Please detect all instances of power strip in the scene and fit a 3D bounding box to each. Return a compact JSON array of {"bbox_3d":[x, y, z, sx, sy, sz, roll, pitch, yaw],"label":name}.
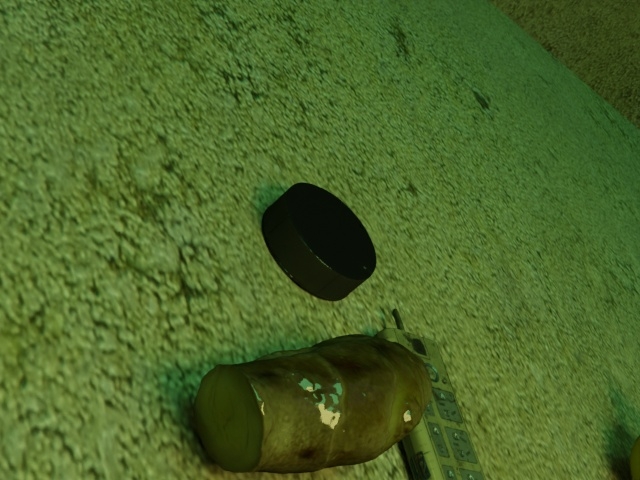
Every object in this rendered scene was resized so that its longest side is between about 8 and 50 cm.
[{"bbox_3d":[0.113,0.182,0.902,0.092,0.034,0.268,22,39,-39],"label":"power strip"}]

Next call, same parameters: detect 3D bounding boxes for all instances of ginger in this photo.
[{"bbox_3d":[0.010,0.137,0.738,0.263,0.109,0.117,3,56,-52],"label":"ginger"}]

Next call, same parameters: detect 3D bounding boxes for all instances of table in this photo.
[{"bbox_3d":[0.000,0.000,0.954,0.133,0.043,0.133,33,33,-25],"label":"table"}]

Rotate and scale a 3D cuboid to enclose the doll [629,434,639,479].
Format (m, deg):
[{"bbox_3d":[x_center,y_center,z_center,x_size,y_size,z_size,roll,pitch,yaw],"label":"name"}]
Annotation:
[{"bbox_3d":[0.481,0.346,1.109,0.199,0.145,0.363,46,35,-16],"label":"doll"}]
